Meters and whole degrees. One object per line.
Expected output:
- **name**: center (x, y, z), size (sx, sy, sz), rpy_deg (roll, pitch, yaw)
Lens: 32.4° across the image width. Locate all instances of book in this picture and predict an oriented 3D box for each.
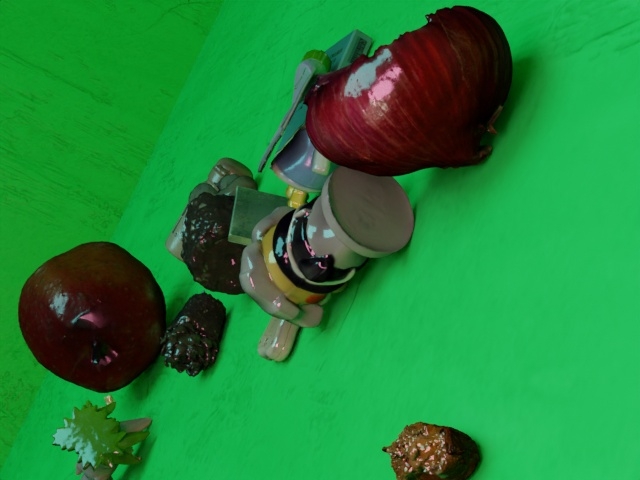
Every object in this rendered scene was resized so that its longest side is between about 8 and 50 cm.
- **book**: center (-0.084, -0.032, 1.677), size (0.135, 0.103, 0.017), rpy_deg (-87, 12, -55)

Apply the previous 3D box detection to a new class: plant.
- **plant**: center (-0.155, -0.028, 1.800), size (0.149, 0.146, 0.274), rpy_deg (-60, 16, 21)
- **plant**: center (-0.206, 0.153, 1.781), size (0.092, 0.094, 0.143), rpy_deg (-32, 29, 40)

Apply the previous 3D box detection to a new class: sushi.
- **sushi**: center (0.088, 0.177, 0.925), size (0.118, 0.060, 0.061), rpy_deg (-41, 32, 54)

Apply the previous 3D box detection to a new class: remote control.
- **remote control**: center (-0.043, 0.103, 1.469), size (0.122, 0.032, 0.074), rpy_deg (-67, 17, -11)

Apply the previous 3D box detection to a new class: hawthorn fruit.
- **hawthorn fruit**: center (-0.433, 0.163, 2.107), size (0.285, 0.284, 0.369), rpy_deg (-59, 22, 12)

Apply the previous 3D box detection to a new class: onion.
- **onion**: center (0.096, -0.148, 1.173), size (0.248, 0.248, 0.161), rpy_deg (-29, 68, 62)

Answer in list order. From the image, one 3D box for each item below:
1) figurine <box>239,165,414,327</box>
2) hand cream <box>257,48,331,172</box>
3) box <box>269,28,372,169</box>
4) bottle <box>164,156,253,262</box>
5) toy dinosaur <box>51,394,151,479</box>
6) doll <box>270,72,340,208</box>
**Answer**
- **figurine**: center (0.000, 0.000, 1.334), size (0.236, 0.133, 0.176), rpy_deg (-40, 19, 47)
- **hand cream**: center (-0.040, -0.203, 1.670), size (0.275, 0.050, 0.079), rpy_deg (-67, -19, -50)
- **box**: center (-0.001, -0.223, 1.821), size (0.162, 0.041, 0.229), rpy_deg (-19, 46, 66)
- **bottle**: center (-0.199, -0.055, 2.076), size (0.209, 0.097, 0.110), rpy_deg (-58, -26, 12)
- **toy dinosaur**: center (-0.363, 0.377, 1.913), size (0.194, 0.152, 0.177), rpy_deg (-60, -24, -20)
- **doll**: center (0.008, -0.154, 1.599), size (0.241, 0.099, 0.135), rpy_deg (-55, -10, 22)
